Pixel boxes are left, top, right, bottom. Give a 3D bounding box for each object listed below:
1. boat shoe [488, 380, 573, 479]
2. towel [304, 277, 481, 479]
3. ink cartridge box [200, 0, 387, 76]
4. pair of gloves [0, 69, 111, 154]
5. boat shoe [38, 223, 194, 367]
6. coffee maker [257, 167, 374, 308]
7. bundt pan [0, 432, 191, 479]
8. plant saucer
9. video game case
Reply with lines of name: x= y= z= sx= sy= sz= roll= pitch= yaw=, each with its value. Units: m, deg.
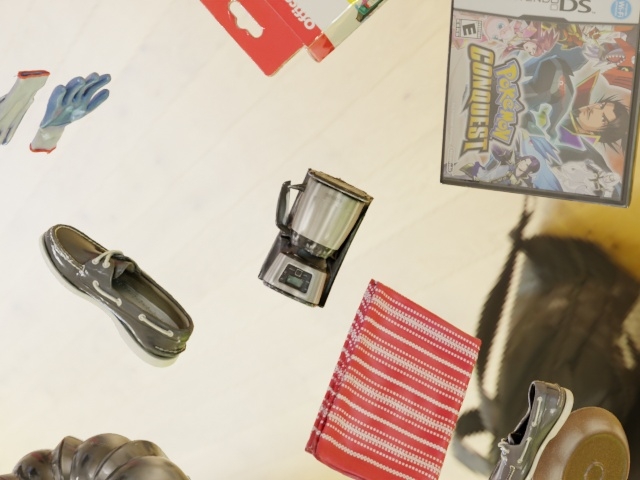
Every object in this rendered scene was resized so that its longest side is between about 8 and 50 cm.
boat shoe: x=0.284 y=0.291 z=1.905 sx=0.065 sy=0.206 sz=0.075 roll=26 pitch=-167 yaw=-19
towel: x=0.105 y=0.209 z=1.773 sx=0.199 sy=0.274 sz=0.031 roll=31 pitch=152 yaw=-18
ink cartridge box: x=0.000 y=-0.280 z=1.349 sx=0.134 sy=0.231 sz=0.078 roll=49 pitch=-175 yaw=10
pair of gloves: x=-0.356 y=-0.157 z=1.653 sx=0.159 sy=0.198 sz=0.023 roll=-46 pitch=70 yaw=32
boat shoe: x=-0.320 y=0.067 z=2.101 sx=0.302 sy=0.114 sz=0.091 roll=41 pitch=126 yaw=6
coffee maker: x=0.000 y=0.000 z=1.873 sx=0.120 sy=0.178 sz=0.171 roll=28 pitch=-174 yaw=24
bundt pan: x=-0.281 y=0.346 z=1.505 sx=0.331 sy=0.331 sz=0.124 roll=17 pitch=138 yaw=40
plant saucer: x=0.412 y=0.356 z=2.034 sx=0.036 sy=0.198 sz=0.198 roll=19 pitch=143 yaw=55
video game case: x=0.281 y=-0.189 z=1.671 sx=0.248 sy=0.035 sz=0.274 roll=8 pitch=110 yaw=17
